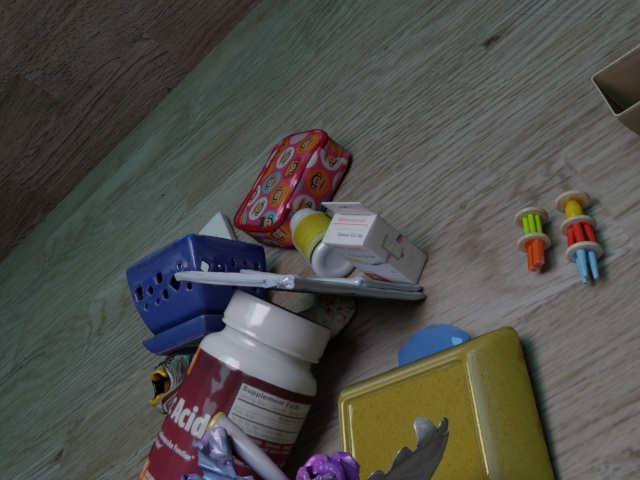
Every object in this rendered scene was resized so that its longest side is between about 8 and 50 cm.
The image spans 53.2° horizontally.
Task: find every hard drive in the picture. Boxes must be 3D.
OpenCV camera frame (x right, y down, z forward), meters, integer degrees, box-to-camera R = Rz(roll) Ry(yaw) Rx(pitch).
[{"bbox_3d":[-0.294,0.072,1.697,0.203,0.040,0.307,-47,35,9],"label":"hard drive"}]

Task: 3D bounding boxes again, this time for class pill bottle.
[{"bbox_3d":[0.000,0.000,1.356,0.103,0.103,0.184,-49,35,6],"label":"pill bottle"},{"bbox_3d":[-0.143,0.298,1.116,0.224,0.224,0.392,15,79,54],"label":"pill bottle"}]

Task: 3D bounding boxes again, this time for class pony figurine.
[{"bbox_3d":[-0.003,0.360,0.760,0.364,0.351,0.303,25,50,25],"label":"pony figurine"}]

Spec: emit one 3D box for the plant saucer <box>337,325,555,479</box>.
[{"bbox_3d":[0.145,0.308,0.901,0.333,0.081,0.332,-29,47,31],"label":"plant saucer"}]

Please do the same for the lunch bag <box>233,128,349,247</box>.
[{"bbox_3d":[-0.082,-0.126,1.565,0.258,0.120,0.293,4,62,56],"label":"lunch bag"}]

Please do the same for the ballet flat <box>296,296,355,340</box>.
[{"bbox_3d":[-0.038,0.185,1.261,0.241,0.077,0.091,-41,35,17],"label":"ballet flat"}]

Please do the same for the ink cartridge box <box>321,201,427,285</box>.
[{"bbox_3d":[0.087,0.006,1.163,0.115,0.198,0.067,3,62,51],"label":"ink cartridge box"}]

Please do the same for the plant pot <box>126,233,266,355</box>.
[{"bbox_3d":[-0.261,0.133,1.415,0.236,0.236,0.212,-24,69,33],"label":"plant pot"}]

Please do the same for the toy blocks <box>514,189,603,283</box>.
[{"bbox_3d":[0.359,0.008,0.968,0.123,0.054,0.148,-25,43,34],"label":"toy blocks"}]

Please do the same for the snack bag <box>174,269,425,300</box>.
[{"bbox_3d":[-0.041,0.074,1.130,0.323,0.343,0.037,0,83,44],"label":"snack bag"}]

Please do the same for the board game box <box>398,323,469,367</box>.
[{"bbox_3d":[0.188,0.216,1.006,0.133,0.033,0.168,-24,51,34],"label":"board game box"}]

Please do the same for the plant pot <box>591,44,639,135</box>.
[{"bbox_3d":[0.499,-0.222,0.970,0.109,0.096,0.109,-34,39,27],"label":"plant pot"}]

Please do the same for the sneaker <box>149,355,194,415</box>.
[{"bbox_3d":[-0.344,0.303,1.504,0.088,0.093,0.225,-33,38,27],"label":"sneaker"}]
